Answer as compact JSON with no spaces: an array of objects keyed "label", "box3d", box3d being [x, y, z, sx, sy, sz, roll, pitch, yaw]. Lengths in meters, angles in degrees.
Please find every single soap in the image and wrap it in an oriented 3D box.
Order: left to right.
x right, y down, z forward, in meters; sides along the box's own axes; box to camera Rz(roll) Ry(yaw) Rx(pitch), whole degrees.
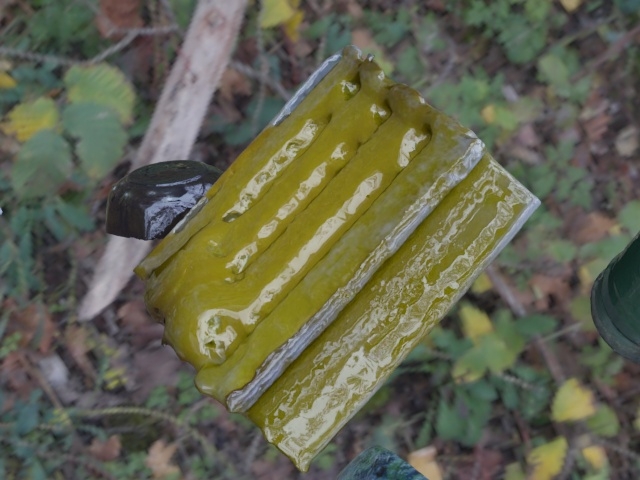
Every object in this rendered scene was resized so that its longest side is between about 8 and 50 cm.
[{"label":"soap","box3d":[0.000,0.000,1.186,0.143,0.281,0.259,39,5,-34]}]

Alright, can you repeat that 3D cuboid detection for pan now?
[{"label":"pan","box3d":[-0.170,-0.047,1.407,0.128,0.202,0.048,-26,117,-47]}]

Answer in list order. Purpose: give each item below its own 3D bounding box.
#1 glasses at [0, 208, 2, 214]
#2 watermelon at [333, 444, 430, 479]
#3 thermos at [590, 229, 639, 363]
[{"label":"glasses","box3d":[-0.361,-0.071,1.517,0.104,0.140,0.062,56,43,-28]},{"label":"watermelon","box3d":[0.092,0.345,1.446,0.148,0.318,0.226,-39,133,-12]},{"label":"thermos","box3d":[0.222,0.000,0.831,0.083,0.187,0.073,-32,74,-25]}]
